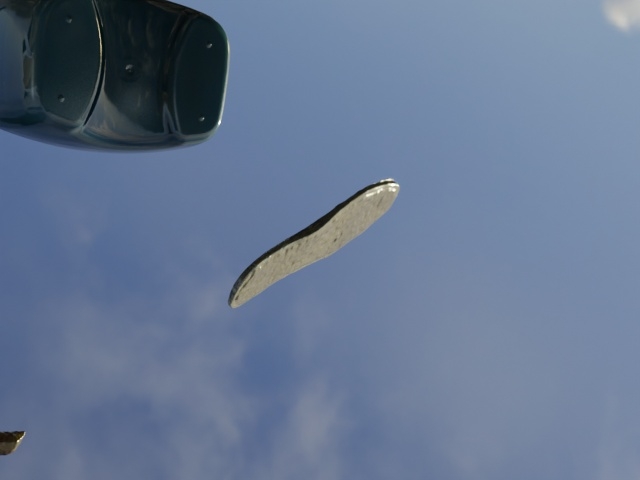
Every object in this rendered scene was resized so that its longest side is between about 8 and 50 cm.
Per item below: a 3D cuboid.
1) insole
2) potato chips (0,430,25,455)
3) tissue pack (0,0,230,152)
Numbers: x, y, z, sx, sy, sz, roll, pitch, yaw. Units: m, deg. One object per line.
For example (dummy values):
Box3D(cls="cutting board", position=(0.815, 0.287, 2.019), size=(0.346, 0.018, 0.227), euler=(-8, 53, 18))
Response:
Box3D(cls="insole", position=(0.000, 0.000, 1.249), size=(0.011, 0.081, 0.248), euler=(42, -135, 17))
Box3D(cls="potato chips", position=(-0.355, 0.163, 1.138), size=(0.204, 0.037, 0.026), euler=(16, -147, -30))
Box3D(cls="tissue pack", position=(-0.271, -0.206, 1.595), size=(0.287, 0.198, 0.206), euler=(2, -177, -38))
